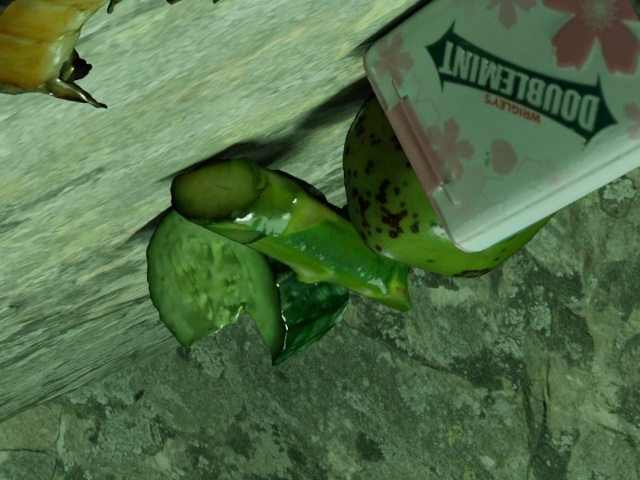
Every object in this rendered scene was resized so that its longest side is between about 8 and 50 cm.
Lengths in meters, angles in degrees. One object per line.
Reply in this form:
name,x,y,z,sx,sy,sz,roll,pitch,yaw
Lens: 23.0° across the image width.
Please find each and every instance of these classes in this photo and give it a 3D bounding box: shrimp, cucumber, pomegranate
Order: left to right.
shrimp,-0.041,-0.122,0.717,0.290,0.054,0.222,-18,169,-47
cucumber,-0.079,0.023,1.568,0.191,0.191,0.130,-30,173,35
pomegranate,0.113,-0.082,1.439,0.214,0.214,0.248,-27,-150,-6

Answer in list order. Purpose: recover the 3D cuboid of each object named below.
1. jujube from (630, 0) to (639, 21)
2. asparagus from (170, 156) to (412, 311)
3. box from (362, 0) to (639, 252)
jujube,0.251,-0.184,0.704,0.226,0.226,0.317,-26,170,-10
asparagus,-0.001,-0.001,1.456,0.343,0.082,0.085,26,106,-45
box,0.206,-0.145,1.104,0.112,0.190,0.369,-24,176,-45
